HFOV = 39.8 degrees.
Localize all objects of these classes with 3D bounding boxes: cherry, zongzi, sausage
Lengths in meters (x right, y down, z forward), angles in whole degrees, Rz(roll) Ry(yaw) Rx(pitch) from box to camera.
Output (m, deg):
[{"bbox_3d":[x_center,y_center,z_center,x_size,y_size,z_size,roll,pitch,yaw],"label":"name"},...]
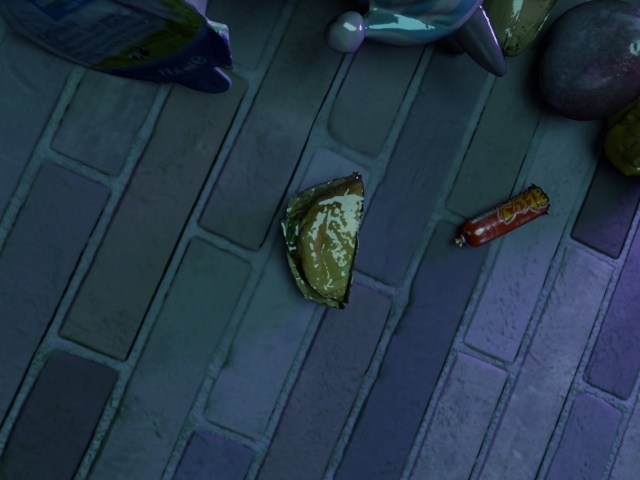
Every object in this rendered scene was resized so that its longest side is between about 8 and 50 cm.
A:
[{"bbox_3d":[0.382,-0.248,1.201,0.140,0.176,0.176,35,78,-38],"label":"cherry"},{"bbox_3d":[0.301,-0.344,1.227,0.197,0.099,0.194,5,105,-45],"label":"zongzi"},{"bbox_3d":[0.245,-0.029,1.217,0.145,0.048,0.050,-25,91,-14],"label":"sausage"}]

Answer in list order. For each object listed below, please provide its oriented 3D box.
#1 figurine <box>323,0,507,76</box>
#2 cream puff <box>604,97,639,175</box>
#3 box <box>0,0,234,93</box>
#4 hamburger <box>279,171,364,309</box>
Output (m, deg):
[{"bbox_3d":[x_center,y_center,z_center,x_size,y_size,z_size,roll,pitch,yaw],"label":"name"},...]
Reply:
[{"bbox_3d":[0.117,-0.330,1.037,0.378,0.266,0.361,43,51,-17],"label":"figurine"},{"bbox_3d":[0.512,-0.151,1.245,0.221,0.195,0.194,-28,98,1],"label":"cream puff"},{"bbox_3d":[-0.195,-0.318,0.996,0.291,0.262,0.206,22,71,-39],"label":"box"},{"bbox_3d":[-0.005,-0.005,1.121,0.102,0.087,0.176,8,95,-5],"label":"hamburger"}]
